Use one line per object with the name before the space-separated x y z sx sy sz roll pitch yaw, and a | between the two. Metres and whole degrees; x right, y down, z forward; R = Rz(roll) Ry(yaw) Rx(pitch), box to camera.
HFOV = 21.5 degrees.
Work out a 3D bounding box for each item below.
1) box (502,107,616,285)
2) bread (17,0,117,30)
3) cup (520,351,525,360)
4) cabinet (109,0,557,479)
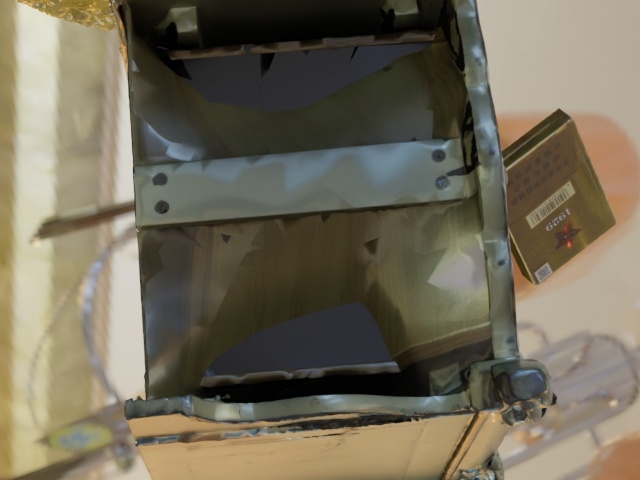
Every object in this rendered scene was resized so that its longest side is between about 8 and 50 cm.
box | 0.183 -0.034 1.361 0.023 0.090 0.133 47 -8 47
bread | -0.215 -0.322 1.662 0.162 0.262 0.204 111 -15 -75
cup | 0.072 0.114 1.657 0.234 0.258 0.186 48 -52 1
cabinet | 0.000 0.000 0.992 0.318 0.228 0.289 93 -7 -72
